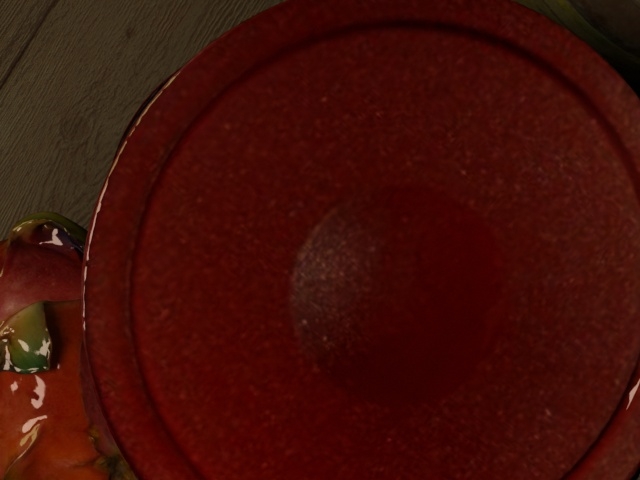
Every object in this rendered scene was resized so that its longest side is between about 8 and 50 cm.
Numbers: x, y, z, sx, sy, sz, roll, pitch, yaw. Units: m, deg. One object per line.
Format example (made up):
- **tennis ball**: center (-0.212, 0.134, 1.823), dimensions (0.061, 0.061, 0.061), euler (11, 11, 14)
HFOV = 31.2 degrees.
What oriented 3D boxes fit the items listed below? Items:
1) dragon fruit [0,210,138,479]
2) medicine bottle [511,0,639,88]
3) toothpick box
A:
- **dragon fruit**: center (-0.199, 0.120, 0.943), dimensions (0.189, 0.290, 0.290), euler (-14, 31, 20)
- **medicine bottle**: center (0.120, -0.142, 0.512), dimensions (0.151, 0.151, 0.322), euler (-58, 12, -1)
- **toothpick box**: center (0.000, 0.000, 0.519), dimensions (0.204, 0.204, 0.333), euler (-58, 12, 1)
